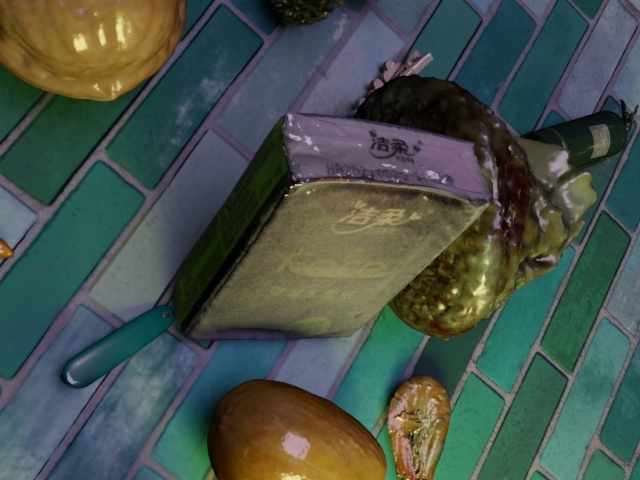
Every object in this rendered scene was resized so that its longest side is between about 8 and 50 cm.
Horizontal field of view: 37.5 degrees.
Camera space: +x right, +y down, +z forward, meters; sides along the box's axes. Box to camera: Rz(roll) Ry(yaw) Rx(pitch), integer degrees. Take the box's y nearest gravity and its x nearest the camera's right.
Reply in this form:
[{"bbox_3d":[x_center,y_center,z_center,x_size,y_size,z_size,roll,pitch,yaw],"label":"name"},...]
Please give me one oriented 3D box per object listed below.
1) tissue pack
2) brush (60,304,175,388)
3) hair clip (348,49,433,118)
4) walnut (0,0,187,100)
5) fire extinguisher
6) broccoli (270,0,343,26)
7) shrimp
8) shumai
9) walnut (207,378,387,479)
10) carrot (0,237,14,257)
[{"bbox_3d":[0.000,0.000,1.259,0.288,0.394,0.124,3,56,-29],"label":"tissue pack"},{"bbox_3d":[-0.276,0.144,1.291,0.193,0.032,0.043,-35,94,-42],"label":"brush"},{"bbox_3d":[0.107,-0.249,1.575,0.214,0.056,0.062,-47,121,-20],"label":"hair clip"},{"bbox_3d":[-0.314,-0.345,1.203,0.306,0.306,0.343,-17,89,-31],"label":"walnut"},{"bbox_3d":[0.495,-0.187,1.761,0.294,0.093,0.118,-18,115,-32],"label":"fire extinguisher"},{"bbox_3d":[0.022,-0.407,1.465,0.273,0.242,0.180,30,82,-27],"label":"broccoli"},{"bbox_3d":[0.147,0.317,1.484,0.115,0.051,0.217,19,72,-19],"label":"shrimp"},{"bbox_3d":[0.253,-0.057,1.443,0.348,0.395,0.394,-4,82,-29],"label":"shumai"},{"bbox_3d":[-0.026,0.311,1.303,0.298,0.203,0.203,39,64,-22],"label":"walnut"},{"bbox_3d":[-0.511,-0.040,1.175,0.271,0.062,0.066,15,40,-31],"label":"carrot"}]
